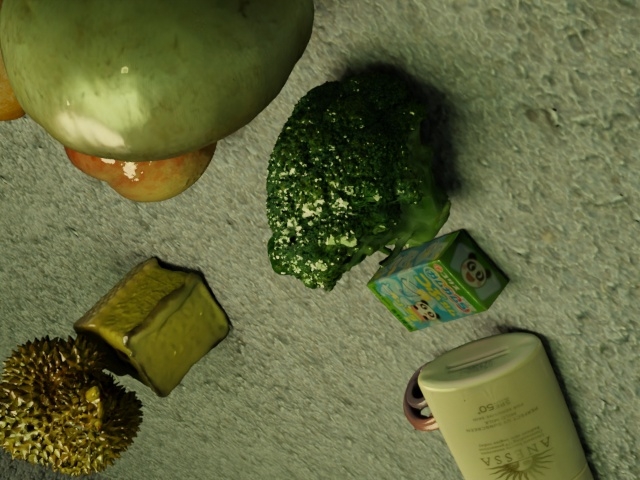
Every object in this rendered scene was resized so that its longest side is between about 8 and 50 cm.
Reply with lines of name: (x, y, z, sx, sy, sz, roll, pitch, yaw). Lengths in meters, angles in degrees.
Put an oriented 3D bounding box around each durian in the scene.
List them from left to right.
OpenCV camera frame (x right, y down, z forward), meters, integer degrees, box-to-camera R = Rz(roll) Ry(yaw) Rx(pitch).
durian: (-0.441, 0.299, 2.193, 0.293, 0.258, 0.258, 13, 142, 31)

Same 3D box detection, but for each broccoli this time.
broccoli: (0.043, -0.065, 1.461, 0.241, 0.261, 0.269, 30, 120, -29)

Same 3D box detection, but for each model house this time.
model house: (-0.322, 0.137, 2.252, 0.234, 0.193, 0.175, 22, 149, 39)

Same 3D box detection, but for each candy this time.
candy: (0.150, 0.055, 1.644, 0.097, 0.062, 0.194, 47, 152, -10)

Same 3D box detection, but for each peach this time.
peach: (-0.234, -0.168, 1.703, 0.232, 0.232, 0.232, 32, 152, 19)

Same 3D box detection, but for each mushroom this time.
mushroom: (-0.176, -0.227, 1.347, 0.352, 0.352, 0.260, 23, 141, 32)

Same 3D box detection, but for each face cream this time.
face cream: (0.267, 0.278, 1.737, 0.173, 0.081, 0.348, -19, 127, 10)

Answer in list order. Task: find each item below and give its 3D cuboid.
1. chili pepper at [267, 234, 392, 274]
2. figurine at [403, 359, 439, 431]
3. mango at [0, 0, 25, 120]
chili pepper: (-0.001, 0.006, 1.765, 0.100, 0.074, 0.257, 55, 156, -15)
figurine: (0.205, 0.234, 1.804, 0.157, 0.126, 0.114, 19, 111, -8)
mango: (-0.524, -0.341, 1.791, 0.384, 0.199, 0.221, 50, 153, -13)
